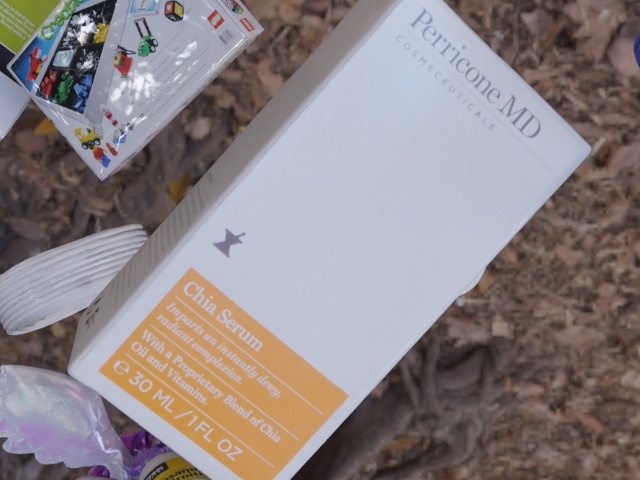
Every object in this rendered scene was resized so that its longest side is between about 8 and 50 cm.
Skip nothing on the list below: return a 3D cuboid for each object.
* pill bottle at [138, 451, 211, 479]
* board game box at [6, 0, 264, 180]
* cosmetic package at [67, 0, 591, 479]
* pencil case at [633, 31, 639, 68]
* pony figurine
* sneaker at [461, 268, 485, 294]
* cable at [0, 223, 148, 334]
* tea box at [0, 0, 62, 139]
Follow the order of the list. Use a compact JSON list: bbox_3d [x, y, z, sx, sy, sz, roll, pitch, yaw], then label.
[{"bbox_3d":[-0.140,0.288,1.092,0.103,0.103,0.184,21,179,-22],"label":"pill bottle"},{"bbox_3d":[-0.236,-0.235,1.269,0.305,0.053,0.193,-37,94,33],"label":"board game box"},{"bbox_3d":[0.000,0.000,0.965,0.230,0.161,0.453,40,94,-15],"label":"cosmetic package"},{"bbox_3d":[0.361,-0.058,0.859,0.119,0.306,0.133,-12,164,-7],"label":"pencil case"},{"bbox_3d":[-0.277,0.333,1.297,0.351,0.363,0.302,0,119,-4],"label":"pony figurine"},{"bbox_3d":[0.199,0.071,1.937,0.163,0.086,0.226,10,133,-47],"label":"sneaker"},{"bbox_3d":[-0.374,0.058,1.563,0.257,0.089,0.257,-22,177,-28],"label":"cable"},{"bbox_3d":[-0.529,-0.285,1.532,0.220,0.323,0.329,37,149,-21],"label":"tea box"}]
